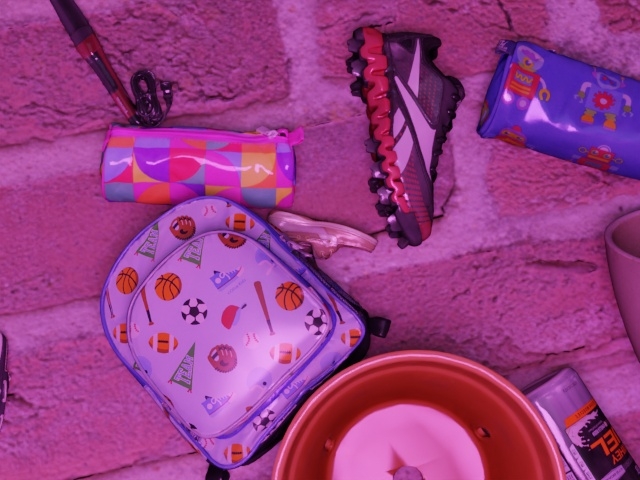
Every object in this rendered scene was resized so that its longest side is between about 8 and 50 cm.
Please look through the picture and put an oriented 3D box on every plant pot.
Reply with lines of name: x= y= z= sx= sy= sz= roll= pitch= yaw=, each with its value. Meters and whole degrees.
plant pot: x=0.097 y=0.265 z=1.119 sx=0.291 sy=0.203 sz=0.290 roll=0 pitch=82 yaw=1

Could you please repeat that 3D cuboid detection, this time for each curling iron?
curling iron: x=-0.274 y=-0.248 z=1.293 sx=0.068 sy=0.035 sz=0.274 roll=-38 pitch=84 yaw=-13

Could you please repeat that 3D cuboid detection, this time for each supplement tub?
supplement tub: x=0.285 y=0.249 z=1.185 sx=0.117 sy=0.117 sz=0.190 roll=-31 pitch=83 yaw=-8

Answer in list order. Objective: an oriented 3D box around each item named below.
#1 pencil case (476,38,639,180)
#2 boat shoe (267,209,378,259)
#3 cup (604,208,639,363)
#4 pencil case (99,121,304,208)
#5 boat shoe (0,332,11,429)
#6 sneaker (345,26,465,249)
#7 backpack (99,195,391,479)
pencil case: x=0.341 y=-0.148 z=1.265 sx=0.306 sy=0.119 sz=0.133 roll=16 pitch=68 yaw=0
boat shoe: x=0.000 y=0.000 z=1.255 sx=0.135 sy=0.050 sz=0.045 roll=13 pitch=82 yaw=10
cup: x=0.483 y=0.103 z=1.151 sx=0.331 sy=0.331 sz=0.236 roll=-7 pitch=106 yaw=-4
pencil case: x=-0.139 y=-0.092 z=1.237 sx=0.237 sy=0.104 sz=0.104 roll=-1 pitch=79 yaw=-4
boat shoe: x=-0.375 y=0.167 z=1.205 sx=0.046 sy=0.038 sz=0.125 roll=-8 pitch=69 yaw=38
sneaker: x=0.114 y=-0.130 z=1.258 sx=0.135 sy=0.097 sz=0.276 roll=-8 pitch=78 yaw=-2
backpack: x=-0.108 y=0.089 z=1.158 sx=0.276 sy=0.213 sz=0.263 roll=-44 pitch=74 yaw=-7
